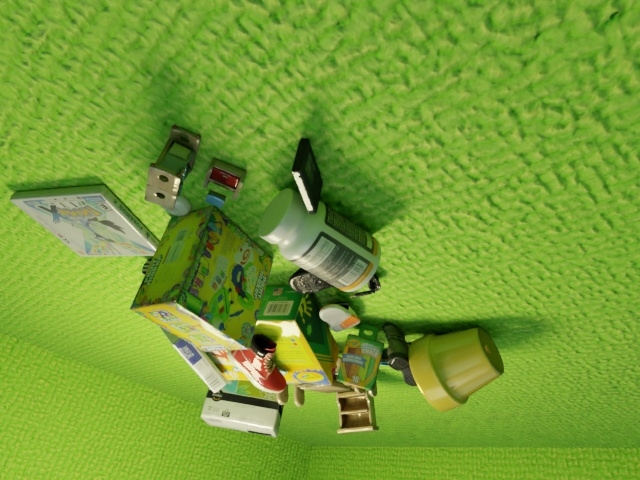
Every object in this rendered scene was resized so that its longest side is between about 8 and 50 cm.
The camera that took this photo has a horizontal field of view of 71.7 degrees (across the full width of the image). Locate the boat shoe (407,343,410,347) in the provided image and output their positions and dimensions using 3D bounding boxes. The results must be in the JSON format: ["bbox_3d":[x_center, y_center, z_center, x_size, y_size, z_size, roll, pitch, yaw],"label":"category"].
[{"bbox_3d":[0.326,0.428,1.692,0.059,0.063,0.170,23,146,-27],"label":"boat shoe"}]

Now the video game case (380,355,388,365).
[{"bbox_3d":[0.293,0.487,1.780,0.166,0.015,0.119,1,177,15],"label":"video game case"}]

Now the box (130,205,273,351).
[{"bbox_3d":[-0.304,0.113,1.212,0.177,0.289,0.279,-12,139,30],"label":"box"}]

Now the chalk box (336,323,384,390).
[{"bbox_3d":[0.151,0.406,1.577,0.133,0.212,0.132,12,170,12],"label":"chalk box"}]

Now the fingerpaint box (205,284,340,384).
[{"bbox_3d":[-0.201,0.338,1.577,0.445,0.163,0.371,-5,130,23],"label":"fingerpaint box"}]

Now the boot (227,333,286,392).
[{"bbox_3d":[-0.168,0.407,1.457,0.176,0.088,0.244,-30,114,36],"label":"boot"}]

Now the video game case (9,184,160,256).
[{"bbox_3d":[-0.683,-0.046,1.318,0.329,0.036,0.300,-2,144,19],"label":"video game case"}]

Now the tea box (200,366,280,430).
[{"bbox_3d":[-0.330,0.698,2.048,0.329,0.323,0.220,8,147,4],"label":"tea box"}]

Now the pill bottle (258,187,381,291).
[{"bbox_3d":[0.000,0.000,1.073,0.278,0.162,0.162,32,141,-27],"label":"pill bottle"}]

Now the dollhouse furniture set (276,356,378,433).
[{"bbox_3d":[0.070,0.653,1.835,0.362,0.256,0.394,-18,151,25],"label":"dollhouse furniture set"}]

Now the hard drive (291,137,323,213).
[{"bbox_3d":[-0.025,-0.134,0.941,0.022,0.094,0.135,-1,144,16],"label":"hard drive"}]

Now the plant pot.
[{"bbox_3d":[0.464,0.410,1.489,0.239,0.254,0.254,-34,127,27],"label":"plant pot"}]

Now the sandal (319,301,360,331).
[{"bbox_3d":[0.060,0.235,1.474,0.102,0.076,0.265,-23,150,7],"label":"sandal"}]

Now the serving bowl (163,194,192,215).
[{"bbox_3d":[-0.385,-0.090,1.172,0.083,0.027,0.083,7,146,5],"label":"serving bowl"}]

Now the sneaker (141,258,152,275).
[{"bbox_3d":[-0.467,0.126,1.478,0.229,0.086,0.132,12,152,18],"label":"sneaker"}]

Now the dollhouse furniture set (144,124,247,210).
[{"bbox_3d":[-0.267,-0.137,0.977,0.184,0.129,0.129,22,145,-13],"label":"dollhouse furniture set"}]

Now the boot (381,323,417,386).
[{"bbox_3d":[0.307,0.405,1.584,0.083,0.161,0.246,-27,127,21],"label":"boot"}]

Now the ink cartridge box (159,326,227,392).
[{"bbox_3d":[-0.511,0.373,1.650,0.330,0.071,0.324,30,152,44],"label":"ink cartridge box"}]

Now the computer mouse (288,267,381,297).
[{"bbox_3d":[0.048,0.113,1.321,0.262,0.060,0.184,-18,134,19],"label":"computer mouse"}]
